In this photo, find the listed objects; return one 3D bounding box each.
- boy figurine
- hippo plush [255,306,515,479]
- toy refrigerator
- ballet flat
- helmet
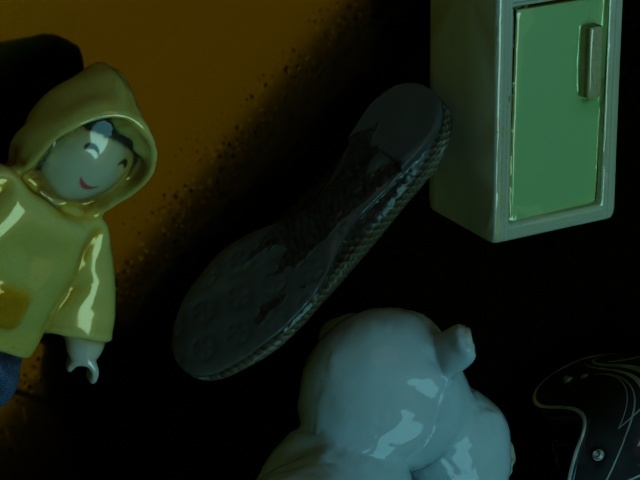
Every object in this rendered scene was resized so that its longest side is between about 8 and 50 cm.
[{"bbox_3d":[-0.189,0.025,1.176,0.177,0.092,0.285,36,91,-32],"label":"boy figurine"},{"bbox_3d":[-0.001,0.160,1.300,0.294,0.234,0.237,45,59,-33],"label":"hippo plush"},{"bbox_3d":[0.139,-0.143,1.301,0.102,0.094,0.270,-11,113,-26],"label":"toy refrigerator"},{"bbox_3d":[0.000,0.000,1.292,0.250,0.084,0.058,-49,149,-10],"label":"ballet flat"},{"bbox_3d":[0.239,0.168,1.429,0.169,0.161,0.169,-8,112,-20],"label":"helmet"}]
